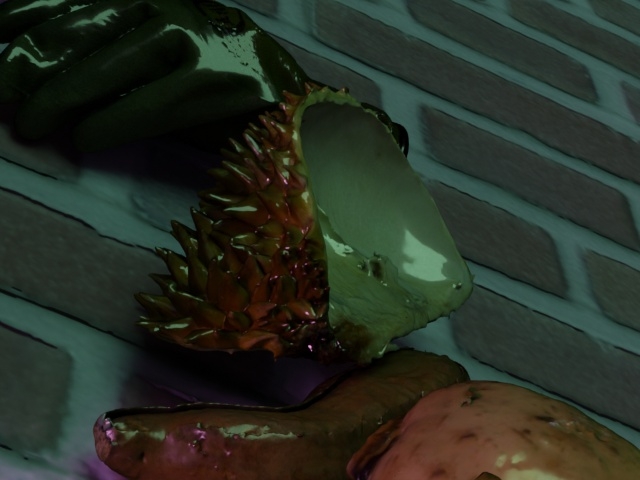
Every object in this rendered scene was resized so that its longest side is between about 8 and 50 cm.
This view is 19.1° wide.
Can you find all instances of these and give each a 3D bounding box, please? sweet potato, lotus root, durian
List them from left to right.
[{"bbox_3d":[-0.002,0.095,0.904,0.081,0.062,0.233,24,20,38],"label":"sweet potato"},{"bbox_3d":[0.000,0.000,0.977,0.139,0.144,0.252,30,10,12],"label":"durian"},{"bbox_3d":[0.132,0.173,0.804,0.284,0.146,0.160,32,44,20],"label":"lotus root"}]

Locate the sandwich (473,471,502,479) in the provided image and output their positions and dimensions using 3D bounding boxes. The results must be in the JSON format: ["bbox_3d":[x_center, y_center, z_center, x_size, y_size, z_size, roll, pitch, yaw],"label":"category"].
[{"bbox_3d":[0.068,0.228,0.637,0.251,0.087,0.226,41,50,23],"label":"sandwich"}]

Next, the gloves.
[{"bbox_3d":[-0.072,-0.090,1.129,0.268,0.107,0.135,13,-1,-26],"label":"gloves"}]
